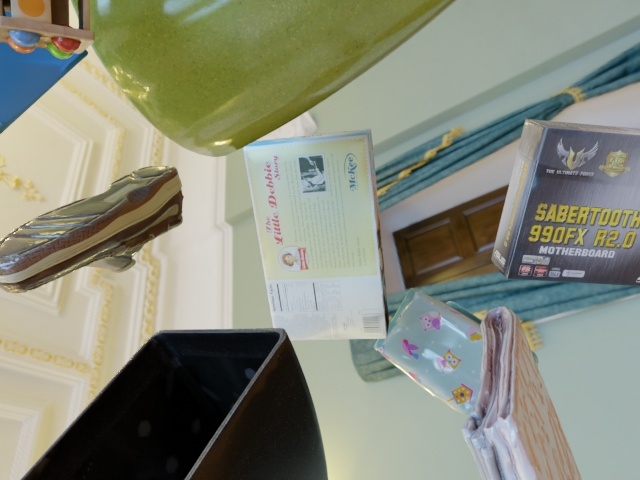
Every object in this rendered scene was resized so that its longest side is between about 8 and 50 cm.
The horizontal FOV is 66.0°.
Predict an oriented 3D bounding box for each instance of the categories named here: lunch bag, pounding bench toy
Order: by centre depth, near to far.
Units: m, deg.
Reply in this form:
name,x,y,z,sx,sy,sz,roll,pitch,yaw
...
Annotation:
name,x,y,z,sx,sy,sz,roll,pitch,yaw
pounding bench toy,-0.184,-0.154,0.323,0.052,0.083,0.065,-4,-79,-34
lunch bag,0.263,0.216,0.905,0.223,0.160,0.262,33,-179,38

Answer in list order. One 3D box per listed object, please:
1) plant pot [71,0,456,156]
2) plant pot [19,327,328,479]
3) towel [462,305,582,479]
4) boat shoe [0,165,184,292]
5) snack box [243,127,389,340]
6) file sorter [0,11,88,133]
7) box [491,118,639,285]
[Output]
name,x,y,z,sx,sy,sz,roll,pitch,yaw
plant pot,-0.013,-0.248,0.440,0.274,0.293,0.275,-13,-90,-68
plant pot,-0.100,0.201,0.423,0.167,0.188,0.187,59,-137,-24
towel,0.231,0.261,0.498,0.317,0.053,0.332,-20,-90,-66
boat shoe,-0.242,-0.001,0.569,0.257,0.095,0.095,-45,-43,-50
snack box,0.000,0.000,0.765,0.060,0.186,0.322,-59,-36,-69
file sorter,-0.303,-0.169,0.383,0.170,0.104,0.118,49,-116,-32
box,0.339,-0.040,0.582,0.056,0.230,0.183,-97,12,-66
